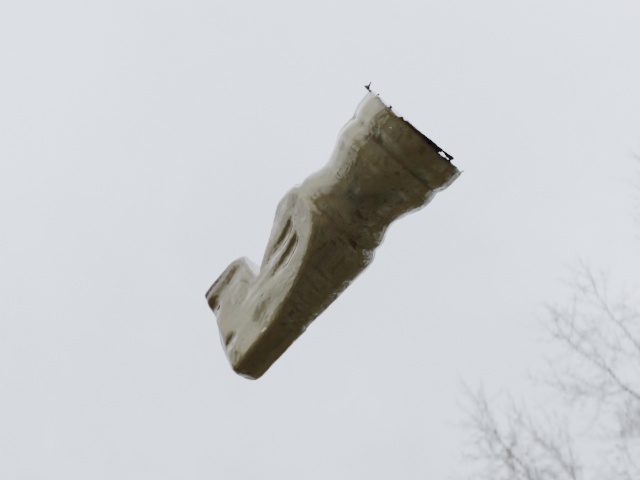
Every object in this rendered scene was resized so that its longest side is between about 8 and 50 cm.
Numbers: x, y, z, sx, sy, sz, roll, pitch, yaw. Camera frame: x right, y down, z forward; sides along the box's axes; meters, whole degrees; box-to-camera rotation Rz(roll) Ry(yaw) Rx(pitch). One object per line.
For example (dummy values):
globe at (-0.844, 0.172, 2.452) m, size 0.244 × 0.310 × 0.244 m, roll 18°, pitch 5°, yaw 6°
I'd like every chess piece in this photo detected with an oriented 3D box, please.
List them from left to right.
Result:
chess piece at (0.000, 0.000, 1.210) m, size 0.137 × 0.137 × 0.301 m, roll 38°, pitch -83°, yaw -21°
